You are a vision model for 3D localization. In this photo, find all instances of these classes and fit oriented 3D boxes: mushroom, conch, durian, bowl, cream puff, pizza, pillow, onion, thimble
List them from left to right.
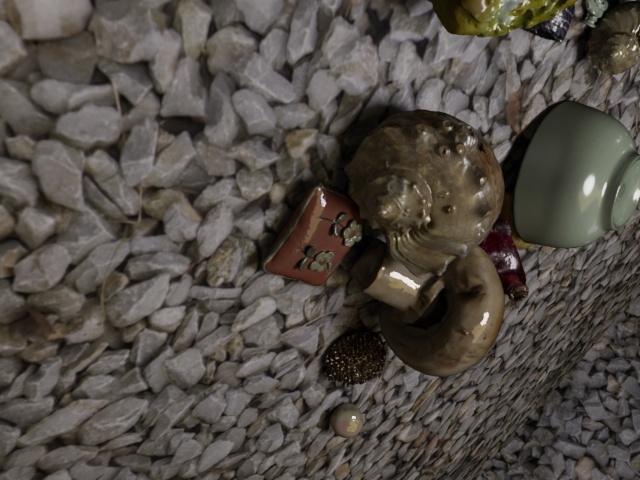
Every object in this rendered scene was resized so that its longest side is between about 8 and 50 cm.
[{"bbox_3d":[0.000,0.000,0.964,0.171,0.075,0.179,21,107,-50],"label":"pillow"},{"bbox_3d":[0.064,0.444,1.393,0.083,0.067,0.084,-1,92,-20],"label":"mushroom"},{"bbox_3d":[0.098,0.265,1.258,0.188,0.091,0.148,-38,140,-16],"label":"durian"},{"bbox_3d":[0.204,0.116,1.120,0.289,0.292,0.293,23,105,-32],"label":"mushroom"},{"bbox_3d":[0.218,-0.088,0.959,0.352,0.210,0.297,-26,114,-28],"label":"conch"},{"bbox_3d":[0.397,0.066,1.281,0.139,0.218,0.195,-13,131,5],"label":"onion"},{"bbox_3d":[0.249,-0.419,0.772,0.281,0.185,0.282,-3,116,-7],"label":"cream puff"},{"bbox_3d":[0.496,-0.054,1.400,0.134,0.056,0.271,-40,140,-10],"label":"pizza"},{"bbox_3d":[0.402,-0.399,1.001,0.104,0.095,0.066,11,111,-31],"label":"thimble"},{"bbox_3d":[0.616,-0.131,1.295,0.353,0.185,0.354,-22,123,-38],"label":"bowl"},{"bbox_3d":[0.645,-0.430,1.169,0.207,0.155,0.130,-44,125,-35],"label":"conch"}]

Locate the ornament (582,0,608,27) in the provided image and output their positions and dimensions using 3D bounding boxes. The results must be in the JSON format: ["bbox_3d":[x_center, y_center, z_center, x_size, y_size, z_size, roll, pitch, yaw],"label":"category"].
[{"bbox_3d":[0.560,-0.478,1.130,0.068,0.041,0.092,-29,148,-16],"label":"ornament"}]
